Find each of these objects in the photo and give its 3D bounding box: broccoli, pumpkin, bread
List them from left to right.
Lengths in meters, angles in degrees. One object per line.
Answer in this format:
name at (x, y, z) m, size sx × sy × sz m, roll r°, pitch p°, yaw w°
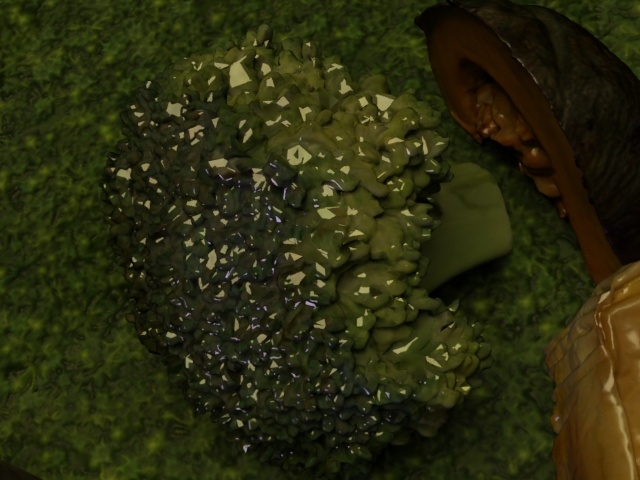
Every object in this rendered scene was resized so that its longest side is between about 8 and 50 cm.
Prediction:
broccoli at (-0.010, 0.004, 0.789) m, size 0.260 × 0.235 × 0.288 m, roll -12°, pitch 97°, yaw 8°
pumpkin at (0.180, -0.079, 0.819) m, size 0.111 × 0.163 × 0.278 m, roll -33°, pitch 62°, yaw -4°
bread at (0.229, 0.132, 0.713) m, size 0.179 × 0.133 × 0.250 m, roll -14°, pitch 65°, yaw 1°

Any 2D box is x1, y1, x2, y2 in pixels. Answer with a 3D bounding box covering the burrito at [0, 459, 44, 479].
burrito at (-0.259, 0.167, 0.692) m, size 0.135 × 0.332 × 0.190 m, roll -22°, pitch 67°, yaw 9°
